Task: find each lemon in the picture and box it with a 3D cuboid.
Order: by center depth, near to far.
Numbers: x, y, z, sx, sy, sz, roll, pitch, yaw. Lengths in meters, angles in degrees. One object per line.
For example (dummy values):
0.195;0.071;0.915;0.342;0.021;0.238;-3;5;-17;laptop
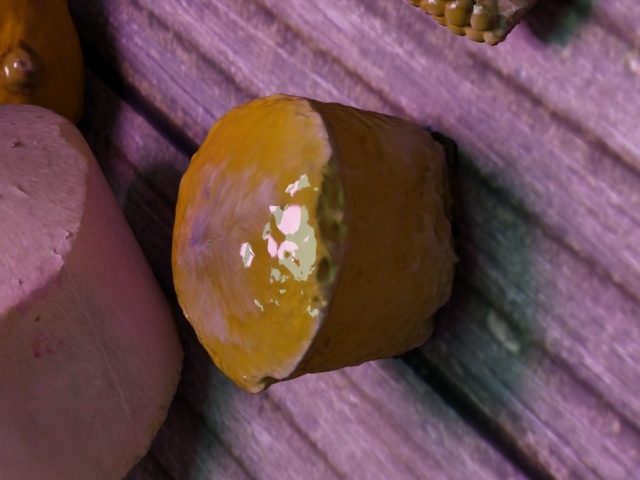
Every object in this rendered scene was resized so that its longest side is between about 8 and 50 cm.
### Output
-0.324;-0.140;1.639;0.288;0.233;0.233;0;87;58;lemon

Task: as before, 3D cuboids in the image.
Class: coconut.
-0.278;0.047;1.449;0.297;0.297;0.309;38;157;50;coconut

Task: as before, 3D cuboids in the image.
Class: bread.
-0.004;0.001;1.216;0.197;0.170;0.197;-4;85;53;bread

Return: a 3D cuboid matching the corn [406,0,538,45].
0.009;-0.261;1.175;0.347;0.130;0.130;42;127;11;corn
